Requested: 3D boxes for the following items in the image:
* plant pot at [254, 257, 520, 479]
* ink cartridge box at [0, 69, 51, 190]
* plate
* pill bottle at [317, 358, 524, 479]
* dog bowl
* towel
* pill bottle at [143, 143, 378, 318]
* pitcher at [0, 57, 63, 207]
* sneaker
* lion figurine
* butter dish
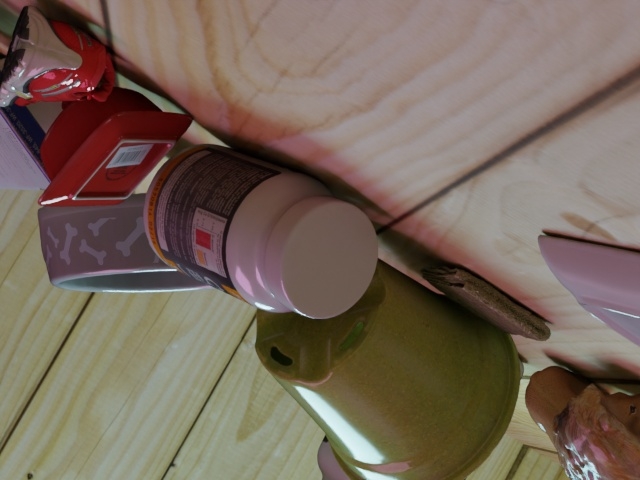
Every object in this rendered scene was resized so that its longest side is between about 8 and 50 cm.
[{"bbox_3d":[0.060,0.138,1.974,0.276,0.276,0.254,24,168,44],"label":"plant pot"},{"bbox_3d":[-0.433,-0.194,1.989,0.307,0.072,0.304,2,129,57],"label":"ink cartridge box"},{"bbox_3d":[0.336,0.091,1.363,0.278,0.045,0.277,32,173,-22],"label":"plate"},{"bbox_3d":[0.124,0.286,2.389,0.210,0.363,0.210,30,174,3],"label":"pill bottle"},{"bbox_3d":[-0.219,0.008,2.268,0.348,0.102,0.349,-2,173,0],"label":"dog bowl"},{"bbox_3d":[0.193,0.071,1.923,0.148,0.027,0.110,33,172,-21],"label":"towel"},{"bbox_3d":[-0.069,-0.009,1.871,0.162,0.162,0.278,35,172,-38],"label":"pill bottle"},{"bbox_3d":[-0.355,-0.157,2.219,0.207,0.177,0.125,56,-170,-35],"label":"pitcher"},{"bbox_3d":[-0.284,-0.182,1.790,0.118,0.107,0.279,17,-179,-13],"label":"sneaker"},{"bbox_3d":[0.341,0.242,2.112,0.240,0.142,0.392,40,175,-20],"label":"lion figurine"},{"bbox_3d":[-0.255,-0.123,1.889,0.118,0.160,0.160,54,-153,19],"label":"butter dish"}]
